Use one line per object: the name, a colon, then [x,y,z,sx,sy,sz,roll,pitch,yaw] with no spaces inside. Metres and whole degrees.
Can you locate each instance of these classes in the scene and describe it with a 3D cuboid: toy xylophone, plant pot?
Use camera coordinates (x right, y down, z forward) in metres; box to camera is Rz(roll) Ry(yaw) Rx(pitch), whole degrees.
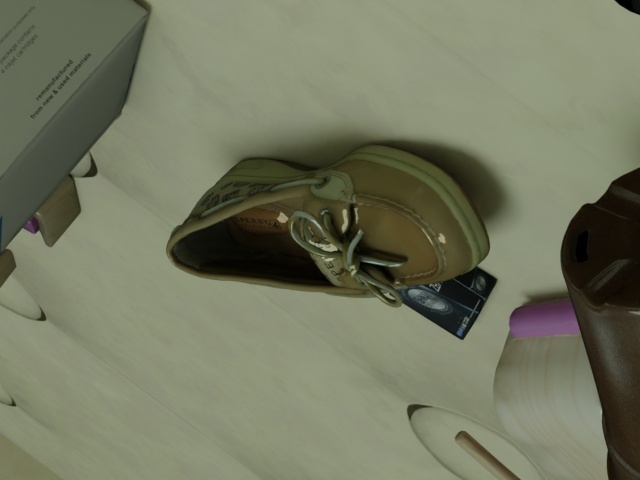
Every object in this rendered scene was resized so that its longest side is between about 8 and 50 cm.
toy xylophone: [0.233,0.167,1.048,0.322,0.081,0.236,47,154,-24]
plant pot: [0.210,0.053,0.789,0.167,0.167,0.165,10,138,45]

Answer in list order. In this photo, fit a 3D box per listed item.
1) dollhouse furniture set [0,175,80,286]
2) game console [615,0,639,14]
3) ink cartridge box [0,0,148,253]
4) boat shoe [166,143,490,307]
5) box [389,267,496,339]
dollhouse furniture set: [-0.427,-0.026,1.304,0.286,0.303,0.198,28,156,17]
game console: [0.139,-0.208,0.532,0.213,0.044,0.361,19,152,34]
ink cartridge box: [-0.272,-0.138,1.055,0.233,0.168,0.171,36,157,1]
boat shoe: [0.000,0.000,1.021,0.285,0.089,0.104,-1,122,55]
box: [0.088,0.034,1.075,0.067,0.018,0.083,33,156,8]
